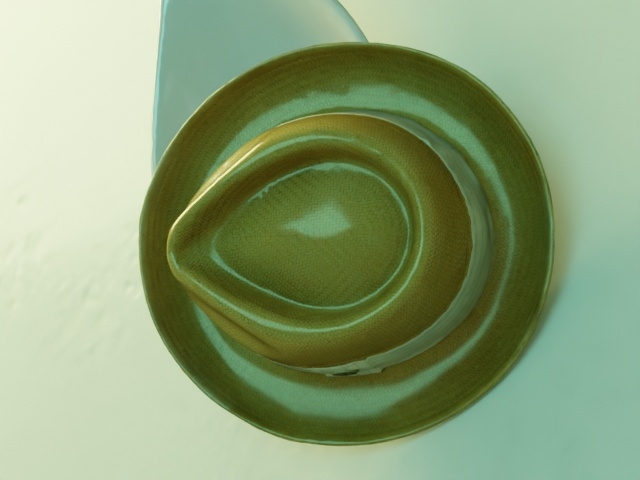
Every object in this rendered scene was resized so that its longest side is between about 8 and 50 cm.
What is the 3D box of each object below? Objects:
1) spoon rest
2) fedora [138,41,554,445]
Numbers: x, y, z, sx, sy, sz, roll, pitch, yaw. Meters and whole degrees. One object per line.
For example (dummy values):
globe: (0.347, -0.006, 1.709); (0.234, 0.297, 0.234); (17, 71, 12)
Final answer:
spoon rest: (-0.036, -0.109, 0.844); (0.137, 0.084, 0.276); (-27, 53, 27)
fedora: (0.000, 0.000, 0.722); (0.194, 0.079, 0.194); (-1, 87, 19)
